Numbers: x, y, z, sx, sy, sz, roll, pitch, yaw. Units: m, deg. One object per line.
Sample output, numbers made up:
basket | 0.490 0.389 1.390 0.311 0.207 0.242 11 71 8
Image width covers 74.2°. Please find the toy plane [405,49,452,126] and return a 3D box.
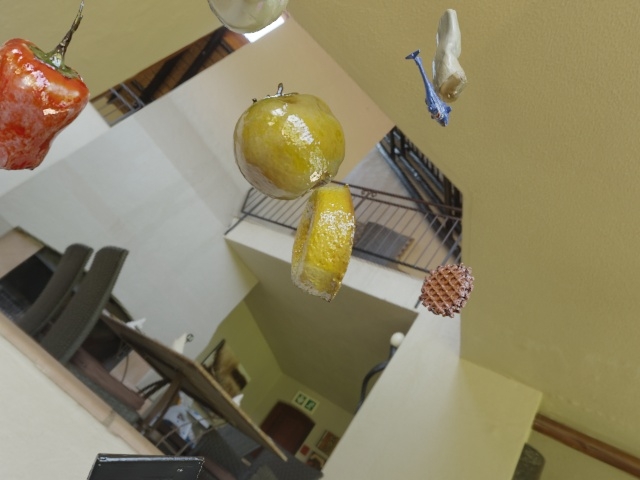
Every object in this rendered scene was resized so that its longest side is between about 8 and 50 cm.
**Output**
toy plane | 0.232 -0.317 0.895 0.054 0.062 0.167 -15 -75 47

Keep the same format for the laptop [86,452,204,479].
laptop | -0.313 0.440 0.739 0.197 0.135 0.016 22 -4 -35

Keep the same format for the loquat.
loquat | -0.065 -0.176 0.781 0.213 0.213 0.213 29 -33 21

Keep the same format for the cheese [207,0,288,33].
cheese | -0.162 -0.564 0.852 0.233 0.127 0.265 -13 -74 62

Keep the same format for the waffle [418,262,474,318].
waffle | 0.178 0.068 0.596 0.029 0.083 0.075 35 -23 -34

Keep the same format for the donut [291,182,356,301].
donut | 0.000 0.000 0.605 0.066 0.178 0.162 12 -67 -8

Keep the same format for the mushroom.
mushroom | 0.222 -0.323 0.732 0.055 0.202 0.059 15 -30 -15

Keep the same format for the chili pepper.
chili pepper | -0.276 -0.147 0.410 0.086 0.192 0.084 40 11 22
